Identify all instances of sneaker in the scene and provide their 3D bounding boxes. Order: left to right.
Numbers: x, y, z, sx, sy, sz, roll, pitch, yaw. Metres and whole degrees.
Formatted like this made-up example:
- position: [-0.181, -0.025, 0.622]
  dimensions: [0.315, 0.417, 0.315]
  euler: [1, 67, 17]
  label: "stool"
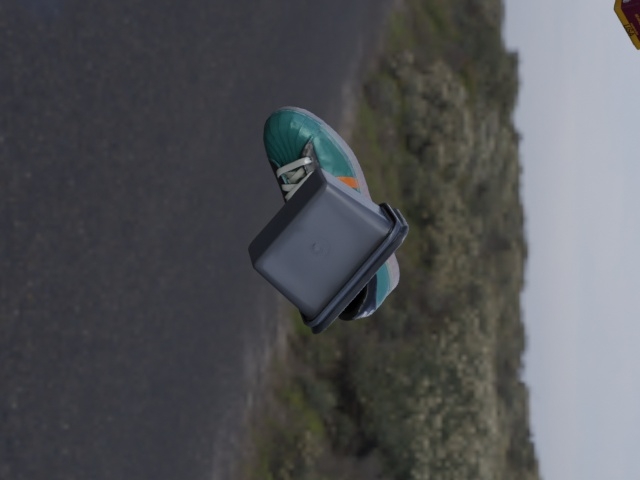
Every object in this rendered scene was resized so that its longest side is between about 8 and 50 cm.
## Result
- position: [0.005, -0.032, 1.806]
  dimensions: [0.302, 0.108, 0.121]
  euler: [60, 32, -13]
  label: "sneaker"

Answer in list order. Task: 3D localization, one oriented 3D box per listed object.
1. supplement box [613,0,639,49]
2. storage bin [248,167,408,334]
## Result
- position: [0.462, -0.314, 1.650]
  dimensions: [0.081, 0.188, 0.104]
  euler: [47, 44, -39]
  label: "supplement box"
- position: [0.000, 0.000, 1.265]
  dimensions: [0.091, 0.135, 0.098]
  euler: [39, 10, -20]
  label: "storage bin"
